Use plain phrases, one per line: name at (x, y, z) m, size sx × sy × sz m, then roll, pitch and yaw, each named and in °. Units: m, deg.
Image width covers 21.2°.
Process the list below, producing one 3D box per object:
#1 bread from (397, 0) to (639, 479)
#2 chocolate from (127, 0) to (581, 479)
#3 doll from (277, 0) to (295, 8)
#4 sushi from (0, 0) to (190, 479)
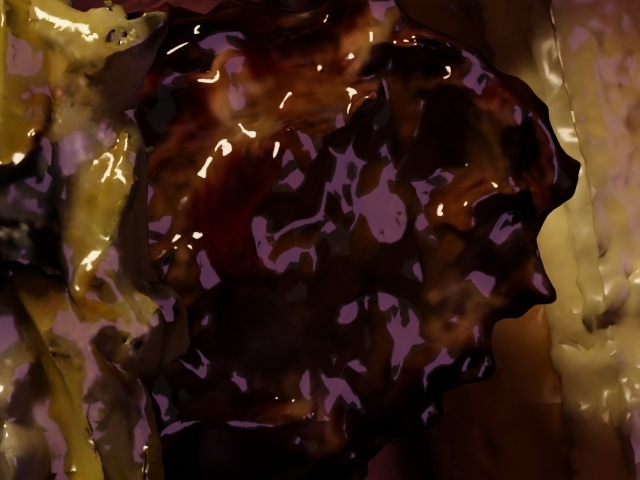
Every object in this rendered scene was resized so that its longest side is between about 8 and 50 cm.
bread at (0.142, -0.004, 0.812) m, size 0.237 × 0.165 × 0.375 m, roll 8°, pitch 66°, yaw -47°
chocolate at (0.000, 0.000, 0.604) m, size 0.224 × 0.177 × 0.206 m, roll 52°, pitch 37°, yaw -21°
doll at (-0.024, -0.236, 0.713) m, size 0.236 × 0.214 × 0.213 m, roll 101°, pitch -17°, yaw -70°
sushi at (-0.114, 0.012, 0.478) m, size 0.131 × 0.139 × 0.290 m, roll 0°, pitch 74°, yaw -46°
